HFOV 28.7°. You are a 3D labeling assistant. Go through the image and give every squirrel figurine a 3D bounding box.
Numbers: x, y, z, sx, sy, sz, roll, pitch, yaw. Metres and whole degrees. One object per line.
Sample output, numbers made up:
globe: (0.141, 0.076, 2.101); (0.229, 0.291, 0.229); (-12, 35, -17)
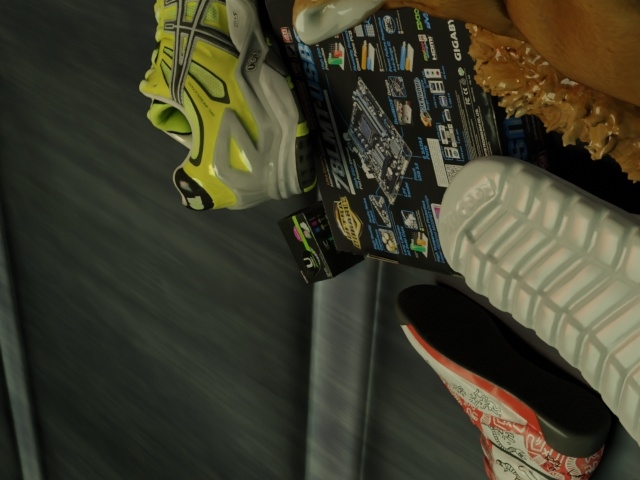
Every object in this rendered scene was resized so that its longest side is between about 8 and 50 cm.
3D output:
squirrel figurine: (0.173, -0.162, 0.805); (0.370, 0.281, 0.397); (7, 155, 17)

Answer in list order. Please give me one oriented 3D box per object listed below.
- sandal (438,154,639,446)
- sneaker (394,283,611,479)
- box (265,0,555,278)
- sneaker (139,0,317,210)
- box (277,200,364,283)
sandal: (0.277, 0.059, 1.021); (0.416, 0.102, 0.169); (44, 125, 24)
sneaker: (0.170, 0.169, 1.297); (0.270, 0.090, 0.145); (36, 138, 31)
box: (0.090, -0.112, 1.216); (0.293, 0.073, 0.296); (12, 123, 53)
sneaker: (-0.127, -0.198, 1.311); (0.145, 0.147, 0.385); (79, 170, -56)
box: (0.000, 0.000, 1.449); (0.062, 0.052, 0.083); (-18, 100, 57)
